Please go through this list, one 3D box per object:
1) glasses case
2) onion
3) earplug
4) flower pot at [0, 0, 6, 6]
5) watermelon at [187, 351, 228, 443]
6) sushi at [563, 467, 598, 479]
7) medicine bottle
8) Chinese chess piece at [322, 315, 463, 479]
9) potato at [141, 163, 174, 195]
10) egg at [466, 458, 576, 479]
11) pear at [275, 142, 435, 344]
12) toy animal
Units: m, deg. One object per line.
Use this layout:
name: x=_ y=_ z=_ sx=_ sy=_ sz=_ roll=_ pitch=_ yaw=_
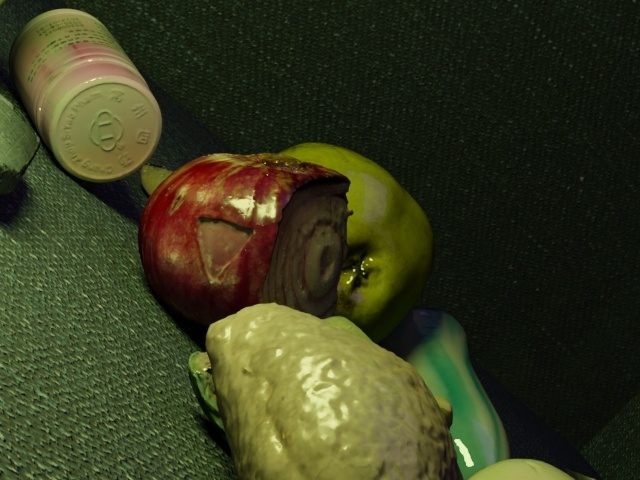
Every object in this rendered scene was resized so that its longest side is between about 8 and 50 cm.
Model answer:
glasses case: x=-0.346 y=-0.108 z=1.740 sx=0.109 sy=0.067 sz=0.282 roll=41 pitch=4 yaw=-11
onion: x=-0.099 y=0.007 z=1.966 sx=0.230 sy=0.272 sz=0.256 roll=17 pitch=-15 yaw=29
earplug: x=0.173 y=0.251 z=2.321 sx=0.185 sy=0.185 sz=0.324 roll=40 pitch=11 yaw=-34
flower pot: x=-0.480 y=-0.368 z=2.117 sx=0.239 sy=0.189 sz=0.209 roll=36 pitch=10 yaw=-49
watermelon: x=-0.048 y=0.157 z=1.662 sx=0.187 sy=0.139 sz=0.071 roll=44 pitch=-23 yaw=-16
sushi: x=0.411 y=0.471 z=2.350 sx=0.227 sy=0.215 sz=0.212 roll=24 pitch=-8 yaw=22
medicine bottle: x=-0.308 y=-0.191 z=2.206 sx=0.152 sy=0.152 sz=0.254 roll=40 pitch=7 yaw=-34
Chinese chess piece: x=0.047 y=0.199 z=1.787 sx=0.250 sy=0.101 sz=0.250 roll=52 pitch=-9 yaw=12
potato: x=-0.188 y=-0.042 z=2.473 sx=0.172 sy=0.089 sz=0.101 roll=12 pitch=-28 yaw=16
egg: x=0.232 y=0.330 z=1.863 sx=0.271 sy=0.206 sz=0.162 roll=29 pitch=36 yaw=-35
pear: x=0.000 y=0.000 z=2.362 sx=0.287 sy=0.287 sz=0.375 roll=42 pitch=6 yaw=-21
toy animal: x=0.028 y=0.197 z=1.500 sx=0.226 sy=0.188 sz=0.358 roll=38 pitch=20 yaw=-36
